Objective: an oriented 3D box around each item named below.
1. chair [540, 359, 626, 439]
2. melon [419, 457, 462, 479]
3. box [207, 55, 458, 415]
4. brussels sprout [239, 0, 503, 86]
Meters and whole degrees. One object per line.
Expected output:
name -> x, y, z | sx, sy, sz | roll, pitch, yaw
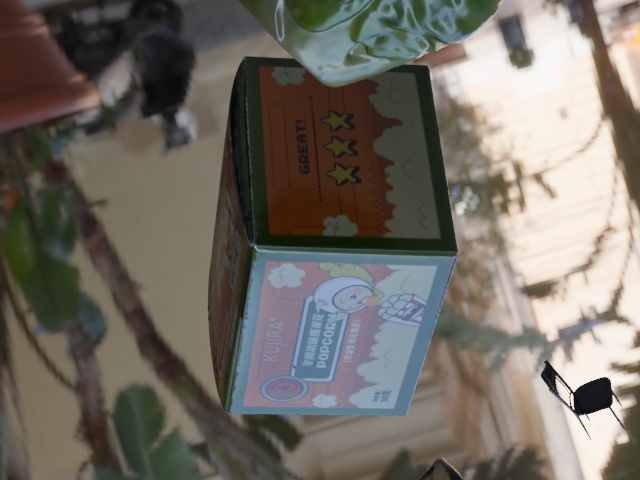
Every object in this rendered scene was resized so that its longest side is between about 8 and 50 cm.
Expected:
chair -> 0.227, 0.132, 1.258 | 0.042, 0.086, 0.037 | -28, -146, 23
melon -> 0.096, 0.298, 1.417 | 0.160, 0.128, 0.079 | -42, -138, -23
box -> 0.000, 0.000, 1.051 | 0.148, 0.177, 0.195 | 3, 141, -8
brussels sprout -> 0.032, -0.183, 0.854 | 0.181, 0.161, 0.144 | -34, -166, 13
